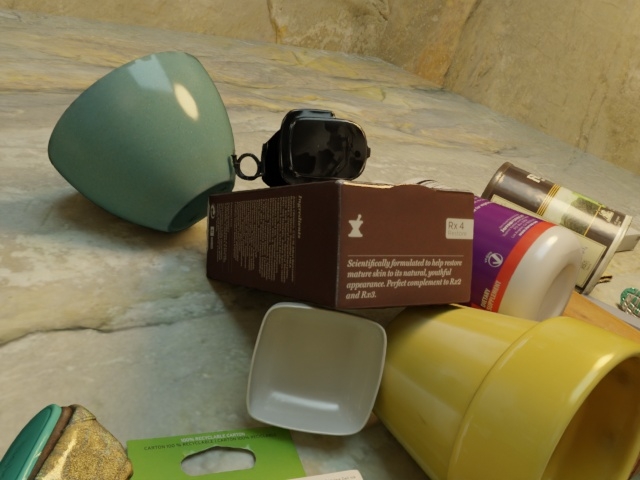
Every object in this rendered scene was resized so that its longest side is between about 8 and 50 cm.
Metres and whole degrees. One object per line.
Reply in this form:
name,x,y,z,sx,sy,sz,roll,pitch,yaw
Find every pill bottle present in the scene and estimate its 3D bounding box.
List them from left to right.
pill bottle,0.193,0.018,0.818,0.323,0.181,0.181,27,26,38

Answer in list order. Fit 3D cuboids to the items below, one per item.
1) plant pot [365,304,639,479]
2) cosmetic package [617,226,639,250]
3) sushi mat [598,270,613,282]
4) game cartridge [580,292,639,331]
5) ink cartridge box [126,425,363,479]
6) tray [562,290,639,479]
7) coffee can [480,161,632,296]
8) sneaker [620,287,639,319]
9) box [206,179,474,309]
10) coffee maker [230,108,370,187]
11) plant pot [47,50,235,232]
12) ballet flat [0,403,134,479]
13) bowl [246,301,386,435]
plant pot,0.186,0.184,0.609,0.254,0.254,0.239,-6,19,-39
cosmetic package,0.779,-0.015,1.526,0.239,0.060,0.099,-3,36,-37
sushi mat,0.560,0.011,1.384,0.151,0.019,0.316,-4,34,-35
game cartridge,0.510,0.195,0.973,0.196,0.060,0.294,31,29,16
ink cartridge box,-0.060,0.240,0.480,0.189,0.097,0.255,4,31,-28
tray,0.348,0.148,0.855,0.203,0.076,0.411,-17,37,-29
coffee can,0.482,-0.022,1.195,0.275,0.201,0.201,30,29,21
sneaker,0.711,0.163,1.168,0.076,0.065,0.166,16,25,-44
box,0.000,0.000,0.745,0.191,0.143,0.381,1,0,-30
coffee maker,-0.033,-0.115,0.804,0.171,0.120,0.178,-21,4,-9
plant pot,-0.251,-0.129,0.902,0.195,0.290,0.290,51,33,6
ballet flat,-0.216,0.257,0.351,0.123,0.123,0.348,17,29,-2
bowl,-0.006,0.138,0.617,0.142,0.142,0.053,12,9,-5
